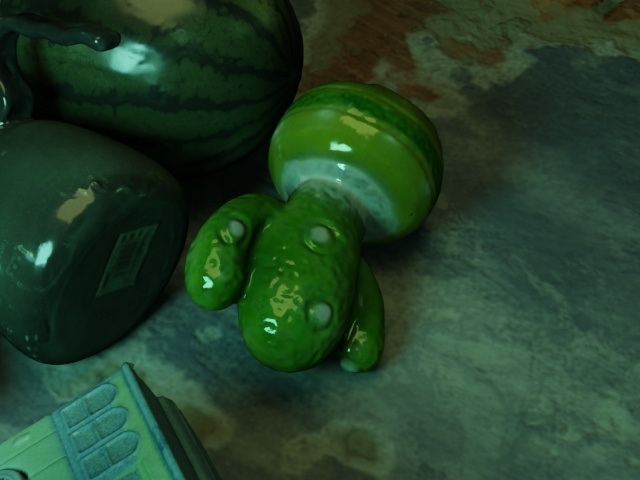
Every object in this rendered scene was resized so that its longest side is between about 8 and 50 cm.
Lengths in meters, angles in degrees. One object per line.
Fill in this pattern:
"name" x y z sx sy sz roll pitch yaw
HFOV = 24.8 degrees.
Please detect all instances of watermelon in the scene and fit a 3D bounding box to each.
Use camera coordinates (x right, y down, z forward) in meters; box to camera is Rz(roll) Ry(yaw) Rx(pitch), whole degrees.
"watermelon" -0.198 -0.207 1.577 0.359 0.279 0.279 12 47 22

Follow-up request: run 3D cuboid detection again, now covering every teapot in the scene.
"teapot" -0.297 -0.062 1.409 0.285 0.305 0.223 34 58 23

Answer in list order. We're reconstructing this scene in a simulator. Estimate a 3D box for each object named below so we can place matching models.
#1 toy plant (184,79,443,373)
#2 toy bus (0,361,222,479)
"toy plant" 0.000 0.000 1.467 0.224 0.184 0.316 41 53 -16
"toy bus" -0.151 0.258 1.150 0.190 0.152 0.312 -31 34 -6
